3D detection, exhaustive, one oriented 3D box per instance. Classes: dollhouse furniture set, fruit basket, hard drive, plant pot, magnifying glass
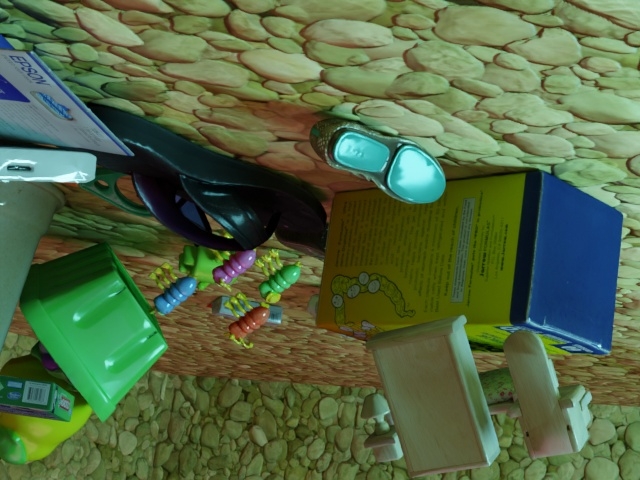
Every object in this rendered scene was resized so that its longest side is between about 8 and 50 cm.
[{"bbox_3d":[0.213,0.145,1.565,0.303,0.174,0.355,-14,-173,28],"label":"dollhouse furniture set"},{"bbox_3d":[-0.466,0.204,2.167,0.392,0.392,0.283,-10,117,54],"label":"fruit basket"},{"bbox_3d":[-0.446,-0.108,1.511,0.203,0.040,0.307,0,-172,-43],"label":"hard drive"},{"bbox_3d":[-0.590,0.048,1.920,0.334,0.305,0.334,7,167,2],"label":"plant pot"},{"bbox_3d":[-0.319,-0.085,1.751,0.231,0.026,0.092,11,140,5],"label":"magnifying glass"}]

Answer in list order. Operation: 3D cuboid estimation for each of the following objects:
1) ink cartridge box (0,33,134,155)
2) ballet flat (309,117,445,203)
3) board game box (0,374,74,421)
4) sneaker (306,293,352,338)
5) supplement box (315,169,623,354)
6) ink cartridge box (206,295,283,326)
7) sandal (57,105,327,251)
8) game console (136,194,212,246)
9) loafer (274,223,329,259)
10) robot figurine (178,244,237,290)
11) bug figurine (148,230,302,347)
[{"bbox_3d":[-0.389,-0.180,1.336,0.307,0.072,0.303,4,165,12],"label":"ink cartridge box"},{"bbox_3d":[0.066,-0.099,1.442,0.206,0.073,0.067,25,-173,-44],"label":"ballet flat"},{"bbox_3d":[-0.550,0.227,1.878,0.317,0.046,0.213,8,168,-2],"label":"board game box"},{"bbox_3d":[0.101,0.154,2.472,0.297,0.111,0.129,24,176,-40],"label":"sneaker"},{"bbox_3d":[0.193,0.040,1.640,0.356,0.195,0.194,-4,162,45],"label":"supplement box"},{"bbox_3d":[-0.178,0.169,2.789,0.145,0.045,0.179,12,164,-15],"label":"ink cartridge box"},{"bbox_3d":[-0.173,-0.057,1.641,0.167,0.107,0.446,-4,162,44],"label":"sandal"},{"bbox_3d":[-0.217,-0.042,1.818,0.107,0.071,0.122,11,166,-15],"label":"game console"},{"bbox_3d":[0.000,0.000,1.916,0.148,0.056,0.050,19,168,-2],"label":"loafer"},{"bbox_3d":[-0.193,0.043,2.185,0.115,0.067,0.101,14,135,-21],"label":"robot figurine"},{"bbox_3d":[-0.154,0.090,2.135,0.216,0.072,0.279,-41,141,22],"label":"bug figurine"}]
